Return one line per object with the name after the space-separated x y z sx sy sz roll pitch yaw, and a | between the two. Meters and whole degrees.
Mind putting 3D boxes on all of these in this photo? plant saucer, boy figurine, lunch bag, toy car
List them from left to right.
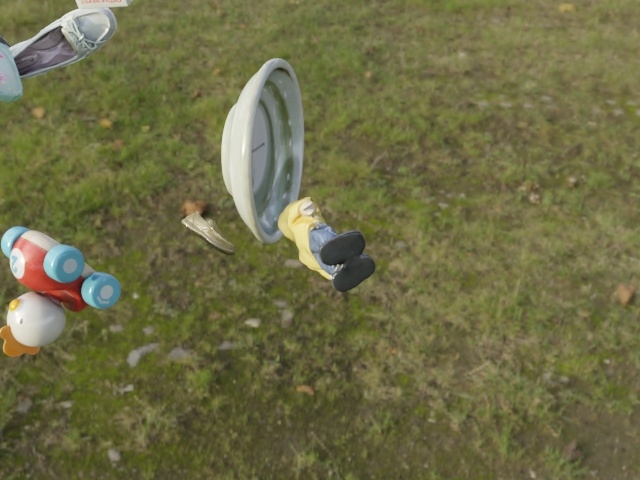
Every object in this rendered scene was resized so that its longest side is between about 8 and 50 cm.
-0.861 -0.421 1.945 0.262 0.160 0.223 39 17 15 | lunch bag
-0.573 0.123 1.663 0.219 0.210 0.238 16 68 41 | toy car
-0.133 -0.195 1.792 0.101 0.400 0.400 5 31 14 | plant saucer
0.000 0.000 1.466 0.092 0.177 0.285 -29 24 -8 | boy figurine

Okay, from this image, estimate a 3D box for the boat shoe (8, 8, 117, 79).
-0.666 -0.493 2.090 0.321 0.118 0.103 -24 28 -2 | boat shoe

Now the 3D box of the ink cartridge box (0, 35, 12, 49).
-0.966 -0.532 2.260 0.065 0.332 0.165 8 63 32 | ink cartridge box

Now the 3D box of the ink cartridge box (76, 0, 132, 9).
-0.475 -0.609 1.780 0.128 0.176 0.127 1 46 16 | ink cartridge box

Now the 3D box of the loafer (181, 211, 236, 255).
-0.246 -0.018 1.859 0.148 0.056 0.050 33 80 10 | loafer
